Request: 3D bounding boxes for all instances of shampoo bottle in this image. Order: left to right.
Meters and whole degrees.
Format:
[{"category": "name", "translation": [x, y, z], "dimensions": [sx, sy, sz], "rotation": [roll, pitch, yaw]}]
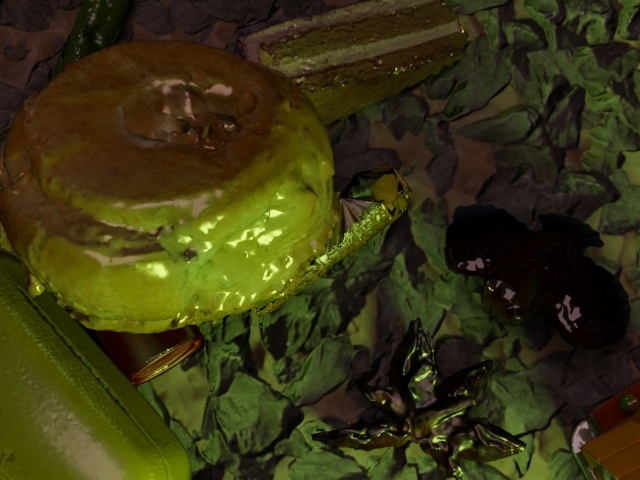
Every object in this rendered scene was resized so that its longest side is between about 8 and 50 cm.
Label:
[{"category": "shampoo bottle", "translation": [-0.232, 0.029, 1.119], "dimensions": [0.102, 0.064, 0.260], "rotation": [-31, 70, -5]}]

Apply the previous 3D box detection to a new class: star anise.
[{"category": "star anise", "translation": [0.111, 0.165, 1.038], "dimensions": [0.212, 0.053, 0.157], "rotation": [14, 75, 13]}]

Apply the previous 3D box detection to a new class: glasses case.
[{"category": "glasses case", "translation": [-0.307, 0.170, 1.021], "dimensions": [0.371, 0.141, 0.173], "rotation": [44, 105, 18]}]

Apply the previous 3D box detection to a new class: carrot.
[{"category": "carrot", "translation": [0.001, 0.001, 1.104], "dimensions": [0.228, 0.069, 0.069], "rotation": [-39, 72, -6]}]

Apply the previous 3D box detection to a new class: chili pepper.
[{"category": "chili pepper", "translation": [-0.264, -0.289, 1.224], "dimensions": [0.085, 0.076, 0.359], "rotation": [-2, 66, 26]}]

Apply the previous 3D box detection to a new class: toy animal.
[{"category": "toy animal", "translation": [0.215, 0.026, 1.008], "dimensions": [0.218, 0.179, 0.116], "rotation": [37, 104, 17]}]

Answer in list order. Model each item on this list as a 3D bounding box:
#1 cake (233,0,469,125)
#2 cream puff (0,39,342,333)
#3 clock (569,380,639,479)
[{"category": "cake", "translation": [0.025, -0.211, 1.152], "dimensions": [0.295, 0.113, 0.116], "rotation": [-24, 72, -8]}, {"category": "cream puff", "translation": [-0.146, -0.036, 0.993], "dimensions": [0.327, 0.231, 0.343], "rotation": [9, 47, 7]}, {"category": "clock", "translation": [0.331, 0.220, 0.857], "dimensions": [0.166, 0.309, 0.235], "rotation": [-24, 70, -3]}]
